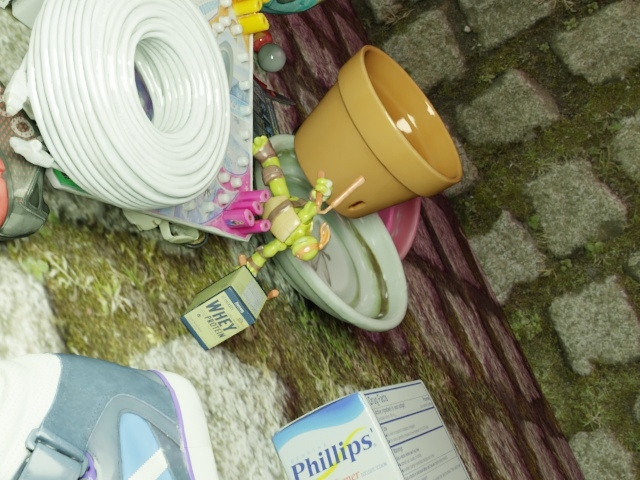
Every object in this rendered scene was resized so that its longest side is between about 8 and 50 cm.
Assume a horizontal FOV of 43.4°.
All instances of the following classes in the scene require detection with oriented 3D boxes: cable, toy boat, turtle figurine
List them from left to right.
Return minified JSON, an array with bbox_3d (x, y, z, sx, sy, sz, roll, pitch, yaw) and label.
[{"bbox_3d":[-0.188,-0.159,0.834,0.257,0.089,0.257,39,51,-55],"label":"cable"},{"bbox_3d":[-0.080,-0.530,1.816,0.267,0.318,0.148,-17,67,-37],"label":"toy boat"},{"bbox_3d":[-0.051,-0.051,1.197,0.087,0.269,0.217,1,47,-51],"label":"turtle figurine"}]

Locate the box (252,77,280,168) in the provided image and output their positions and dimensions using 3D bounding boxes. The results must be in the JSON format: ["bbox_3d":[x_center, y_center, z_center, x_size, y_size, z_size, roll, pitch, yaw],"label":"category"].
[{"bbox_3d":[-0.150,-0.251,1.539,0.183,0.059,0.232,41,25,-43],"label":"box"}]

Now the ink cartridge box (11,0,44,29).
[{"bbox_3d":[-0.356,-0.363,1.137,0.148,0.086,0.203,37,28,-50],"label":"ink cartridge box"}]

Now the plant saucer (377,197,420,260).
[{"bbox_3d":[0.106,-0.099,1.748,0.332,0.084,0.332,0,90,-55],"label":"plant saucer"}]

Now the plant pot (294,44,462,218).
[{"bbox_3d":[0.089,-0.174,1.450,0.291,0.203,0.291,42,28,-29],"label":"plant pot"}]

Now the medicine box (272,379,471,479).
[{"bbox_3d":[0.102,0.355,1.111,0.289,0.149,0.263,64,19,17],"label":"medicine box"}]

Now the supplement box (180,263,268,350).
[{"bbox_3d":[-0.123,0.086,1.046,0.056,0.083,0.083,55,18,-12],"label":"supplement box"}]

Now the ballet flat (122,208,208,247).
[{"bbox_3d":[-0.209,-0.039,1.048,0.203,0.074,0.074,37,28,-57],"label":"ballet flat"}]

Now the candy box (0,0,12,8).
[{"bbox_3d":[-0.378,-0.389,0.945,0.165,0.196,0.070,23,37,-61],"label":"candy box"}]

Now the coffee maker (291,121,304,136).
[{"bbox_3d":[0.021,-0.165,1.803,0.178,0.120,0.171,36,60,-48],"label":"coffee maker"}]

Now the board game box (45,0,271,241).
[{"bbox_3d":[-0.178,-0.219,1.023,0.390,0.050,0.390,20,67,-61],"label":"board game box"}]

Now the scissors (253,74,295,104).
[{"bbox_3d":[-0.115,-0.324,1.816,0.297,0.021,0.109,27,34,-60],"label":"scissors"}]

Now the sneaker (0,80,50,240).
[{"bbox_3d":[-0.337,-0.114,0.784,0.135,0.098,0.276,15,49,-64],"label":"sneaker"}]

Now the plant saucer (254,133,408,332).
[{"bbox_3d":[0.000,0.000,1.439,0.400,0.100,0.400,42,28,-29],"label":"plant saucer"}]

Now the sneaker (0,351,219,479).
[{"bbox_3d":[-0.184,0.230,0.595,0.236,0.130,0.323,12,45,-40],"label":"sneaker"}]
